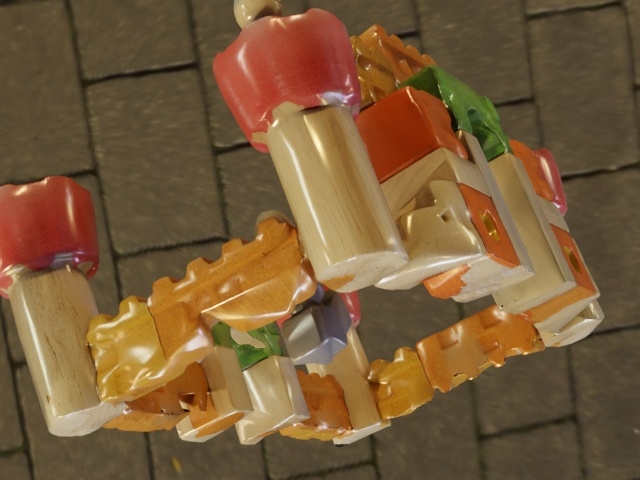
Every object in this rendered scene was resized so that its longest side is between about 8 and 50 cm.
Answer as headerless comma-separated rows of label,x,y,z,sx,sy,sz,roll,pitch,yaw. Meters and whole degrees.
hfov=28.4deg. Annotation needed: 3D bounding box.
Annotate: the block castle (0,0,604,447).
block castle,0.000,0.000,0.936,0.303,0.453,0.213,-29,68,23
